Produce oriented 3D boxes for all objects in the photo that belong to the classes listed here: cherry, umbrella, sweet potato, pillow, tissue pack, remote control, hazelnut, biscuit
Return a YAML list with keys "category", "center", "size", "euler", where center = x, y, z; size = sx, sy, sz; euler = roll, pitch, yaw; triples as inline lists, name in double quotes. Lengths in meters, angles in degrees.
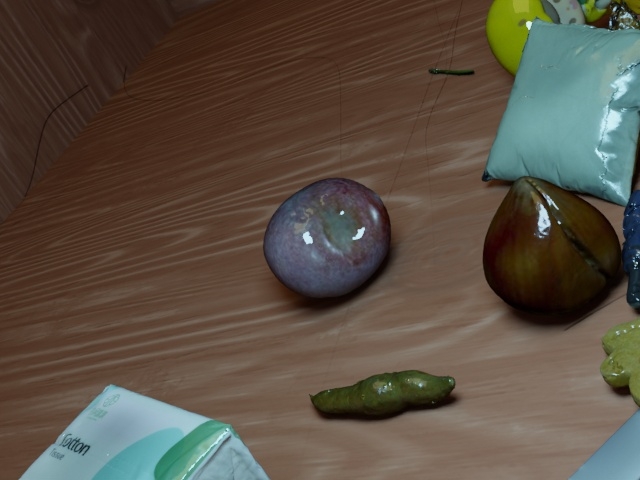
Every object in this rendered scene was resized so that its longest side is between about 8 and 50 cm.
- category: "cherry"
  center: [0.008, 0.004, 1.766]
  size: [0.239, 0.206, 0.239]
  euler: [-48, -4, -4]
- category: "umbrella"
  center: [0.461, 0.009, 1.421]
  size: [0.071, 0.071, 0.248]
  euler: [-11, 36, 35]
- category: "sweet potato"
  center: [0.083, 0.228, 1.453]
  size: [0.274, 0.067, 0.067]
  euler: [-13, 33, 35]
- category: "pillow"
  center: [0.436, -0.226, 1.672]
  size: [0.310, 0.119, 0.312]
  euler: [18, 91, 46]
- category: "tissue pack"
  center: [-0.264, 0.378, 1.414]
  size: [0.356, 0.194, 0.266]
  euler: [5, 46, 50]
- category: "remote control"
  center: [0.356, 0.266, 1.156]
  size: [0.245, 0.022, 0.077]
  euler: [-40, 26, -14]
- category: "hazelnut"
  center: [0.325, 0.002, 1.423]
  size: [0.208, 0.208, 0.208]
  euler: [-24, 28, 14]
- category: "biscuit"
  center: [0.434, 0.149, 1.219]
  size: [0.166, 0.036, 0.225]
  euler: [-21, 22, 9]

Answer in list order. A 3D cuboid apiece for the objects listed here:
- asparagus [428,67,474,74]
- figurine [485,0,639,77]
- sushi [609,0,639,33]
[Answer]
- category: "asparagus"
  center: [0.306, -0.395, 2.297]
  size: [0.166, 0.013, 0.016]
  euler: [15, 95, 56]
- category: "figurine"
  center: [0.504, -0.463, 2.013]
  size: [0.343, 0.215, 0.187]
  euler: [-31, -5, -13]
- category: "sushi"
  center: [0.609, -0.302, 1.686]
  size: [0.140, 0.149, 0.287]
  euler: [-56, 44, 22]
